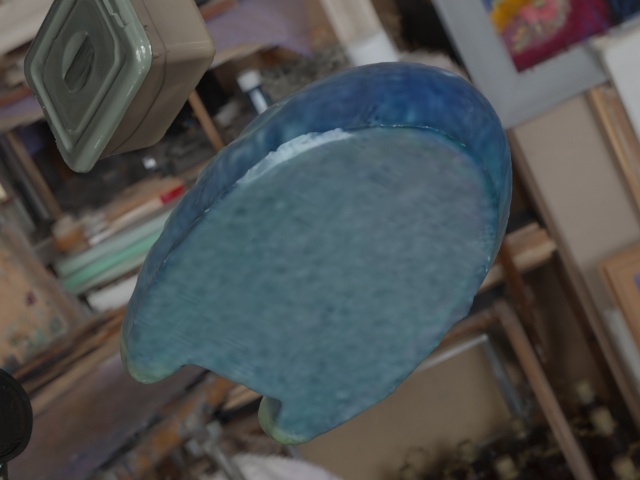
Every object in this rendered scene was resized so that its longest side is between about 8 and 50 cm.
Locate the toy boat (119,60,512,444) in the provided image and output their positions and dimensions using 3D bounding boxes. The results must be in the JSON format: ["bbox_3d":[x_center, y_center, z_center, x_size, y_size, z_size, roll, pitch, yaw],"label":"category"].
[{"bbox_3d":[0.000,0.000,1.026,0.330,0.215,0.123,-53,20,32],"label":"toy boat"}]

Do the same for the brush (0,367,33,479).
[{"bbox_3d":[-0.089,0.060,0.393,0.024,0.083,0.008,2,48,-6],"label":"brush"}]

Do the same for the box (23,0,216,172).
[{"bbox_3d":[-0.117,-0.107,0.848,0.062,0.089,0.122,-13,-24,-37],"label":"box"}]
